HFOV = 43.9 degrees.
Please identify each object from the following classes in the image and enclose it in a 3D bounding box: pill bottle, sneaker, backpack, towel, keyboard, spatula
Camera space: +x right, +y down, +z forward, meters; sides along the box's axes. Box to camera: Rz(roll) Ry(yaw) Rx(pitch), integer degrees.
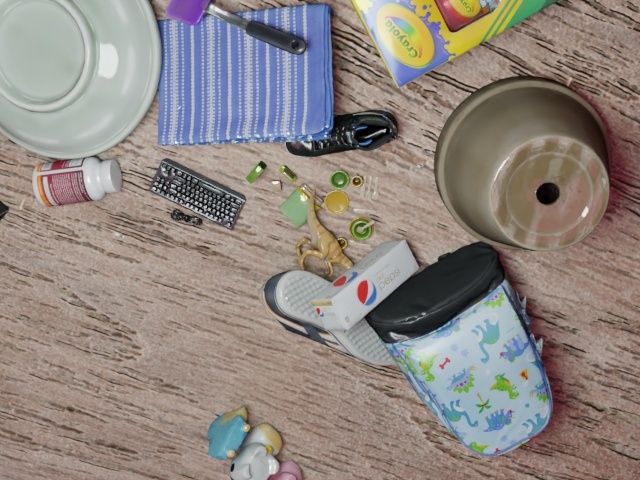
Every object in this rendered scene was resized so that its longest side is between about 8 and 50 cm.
[{"bbox_3d":[-0.466,-0.115,1.529,0.152,0.086,0.086,-6,106,6],"label":"pill bottle"},{"bbox_3d":[0.023,0.148,1.566,0.321,0.127,0.126,33,69,-27],"label":"sneaker"},{"bbox_3d":[0.292,0.233,1.518,0.290,0.273,0.355,-28,117,-4],"label":"backpack"},{"bbox_3d":[-0.139,-0.293,1.419,0.336,0.040,0.243,-1,87,15],"label":"towel"},{"bbox_3d":[0.034,-0.196,1.454,0.217,0.121,0.079,-12,105,7],"label":"sneaker"},{"bbox_3d":[-0.248,-0.077,1.560,0.180,0.023,0.108,26,107,-3],"label":"keyboard"},{"bbox_3d":[-0.149,-0.388,1.401,0.296,0.030,0.084,26,94,17],"label":"spatula"}]

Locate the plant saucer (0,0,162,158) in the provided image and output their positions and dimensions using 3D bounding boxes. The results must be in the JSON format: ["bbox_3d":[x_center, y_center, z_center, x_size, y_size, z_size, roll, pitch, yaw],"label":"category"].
[{"bbox_3d":[-0.490,-0.341,1.430,0.400,0.100,0.400,3,104,10],"label":"plant saucer"}]

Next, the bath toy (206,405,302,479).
[{"bbox_3d":[-0.096,0.510,1.674,0.129,0.151,0.348,-22,111,49],"label":"bath toy"}]

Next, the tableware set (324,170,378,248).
[{"bbox_3d":[0.057,-0.058,1.545,0.104,0.024,0.154,7,107,2],"label":"tableware set"}]

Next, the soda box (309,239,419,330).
[{"bbox_3d":[0.085,0.082,1.494,0.216,0.074,0.069,-38,106,-33],"label":"soda box"}]

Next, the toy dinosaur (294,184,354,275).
[{"bbox_3d":[0.000,0.000,1.544,0.112,0.064,0.211,-30,105,12],"label":"toy dinosaur"}]

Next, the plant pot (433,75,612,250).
[{"bbox_3d":[0.366,-0.110,1.379,0.323,0.280,0.323,1,107,4],"label":"plant pot"}]

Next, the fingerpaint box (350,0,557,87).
[{"bbox_3d":[0.186,-0.541,1.320,0.371,0.163,0.445,-27,103,11],"label":"fingerpaint box"}]

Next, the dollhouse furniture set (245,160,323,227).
[{"bbox_3d":[-0.069,-0.090,1.525,0.151,0.058,0.076,43,105,-9],"label":"dollhouse furniture set"}]

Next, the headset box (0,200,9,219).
[{"bbox_3d":[-0.795,-0.048,1.546,0.246,0.131,0.283,43,104,-9],"label":"headset box"}]
